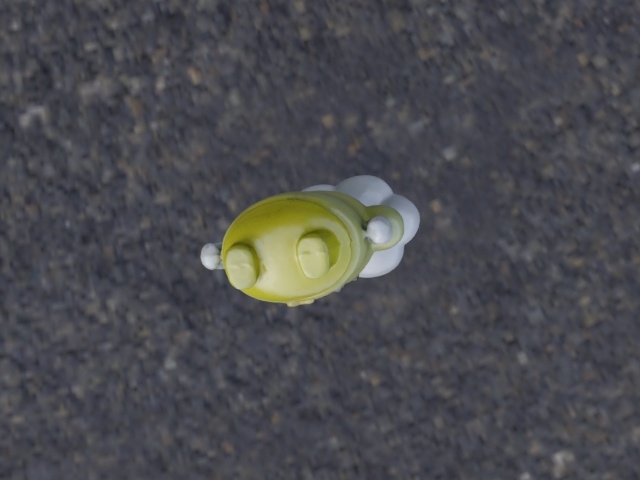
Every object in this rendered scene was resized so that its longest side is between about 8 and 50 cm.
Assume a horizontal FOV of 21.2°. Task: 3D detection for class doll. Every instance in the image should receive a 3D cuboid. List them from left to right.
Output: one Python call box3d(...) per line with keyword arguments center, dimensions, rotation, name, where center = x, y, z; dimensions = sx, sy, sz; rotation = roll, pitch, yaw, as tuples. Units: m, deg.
box3d(center=(0.000, 0.000, 0.938), dimensions=(0.106, 0.162, 0.062), rotation=(-8, 95, 18), name="doll")
